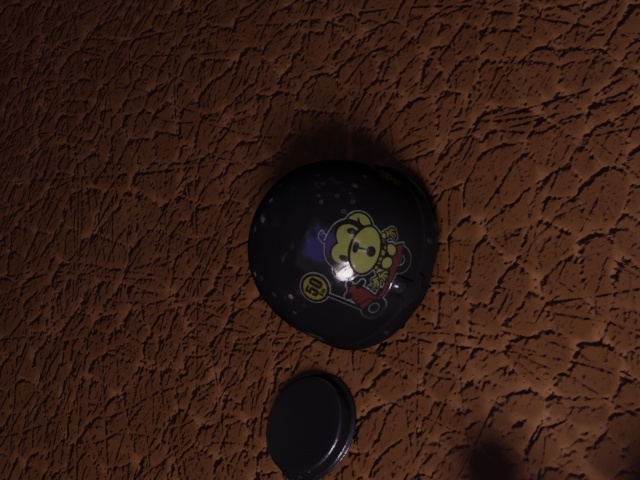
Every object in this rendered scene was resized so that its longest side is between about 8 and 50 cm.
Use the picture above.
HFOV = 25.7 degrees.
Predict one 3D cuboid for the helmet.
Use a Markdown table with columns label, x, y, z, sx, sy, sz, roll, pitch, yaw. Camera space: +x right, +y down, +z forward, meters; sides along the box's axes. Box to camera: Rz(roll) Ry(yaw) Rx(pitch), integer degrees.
| label | x | y | z | sx | sy | sz | roll | pitch | yaw |
| --- | --- | --- | --- | --- | --- | --- | --- | --- | --- |
| helmet | 0.000 | 0.000 | 1.691 | 0.279 | 0.160 | 0.230 | 29 | 96 | 43 |

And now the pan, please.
| label | x | y | z | sx | sy | sz | roll | pitch | yaw |
| --- | --- | --- | --- | --- | --- | --- | --- | --- | --- |
| pan | -0.027 | 0.274 | 1.701 | 0.136 | 0.028 | 0.235 | 6 | 78 | 44 |
